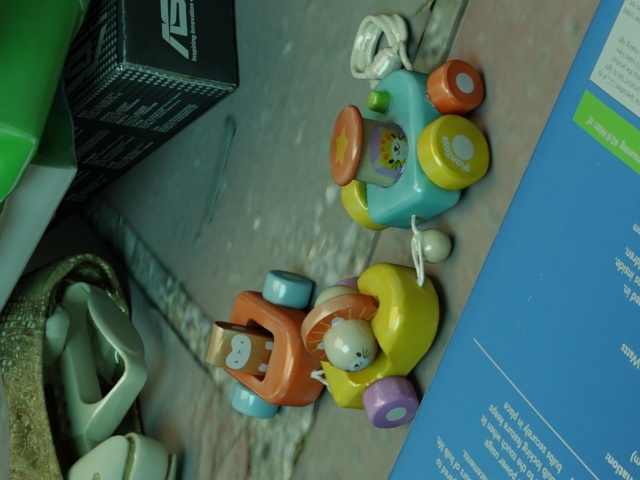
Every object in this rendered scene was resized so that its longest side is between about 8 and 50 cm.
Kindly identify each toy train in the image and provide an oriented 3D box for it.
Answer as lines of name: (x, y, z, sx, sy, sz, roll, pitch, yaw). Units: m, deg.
toy train: (0.000, 0.000, 0.603, 0.125, 0.046, 0.166, 38, 115, 54)

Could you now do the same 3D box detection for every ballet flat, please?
ballet flat: (-0.100, 0.087, 0.724, 0.067, 0.073, 0.206, -41, 52, 27)

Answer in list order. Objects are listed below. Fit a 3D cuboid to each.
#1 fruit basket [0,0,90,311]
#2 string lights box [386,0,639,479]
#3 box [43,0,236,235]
fruit basket: (-0.208, -0.103, 0.787, 0.327, 0.165, 0.353, -56, 24, 34)
string lights box: (0.095, 0.048, 0.412, 0.133, 0.076, 0.260, 49, 123, 51)
box: (-0.138, -0.128, 0.841, 0.270, 0.060, 0.216, -29, 58, 52)
